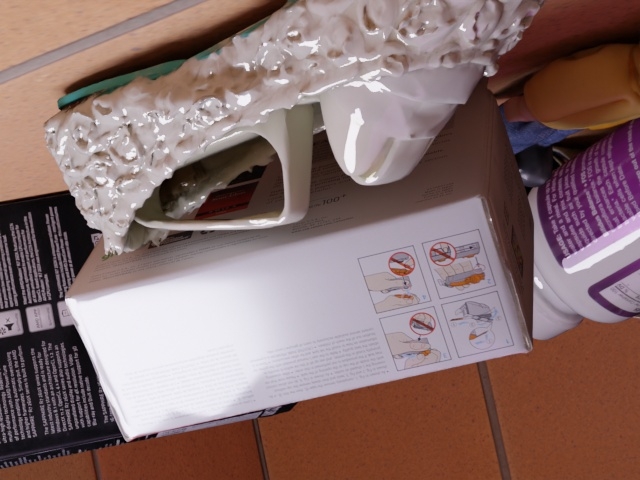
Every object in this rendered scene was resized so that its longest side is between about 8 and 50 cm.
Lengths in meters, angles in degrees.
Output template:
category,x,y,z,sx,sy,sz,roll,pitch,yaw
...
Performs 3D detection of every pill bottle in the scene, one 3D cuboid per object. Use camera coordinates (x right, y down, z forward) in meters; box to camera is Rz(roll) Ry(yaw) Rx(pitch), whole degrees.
category,x,y,z,sx,sy,sz,roll,pitch,yaw
pill bottle,0.309,-0.022,1.551,0.301,0.169,0.169,-34,161,34

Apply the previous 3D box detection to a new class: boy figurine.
category,x,y,z,sx,sy,sz,roll,pitch,yaw
boy figurine,0.245,-0.116,1.304,0.177,0.092,0.285,-3,171,-35

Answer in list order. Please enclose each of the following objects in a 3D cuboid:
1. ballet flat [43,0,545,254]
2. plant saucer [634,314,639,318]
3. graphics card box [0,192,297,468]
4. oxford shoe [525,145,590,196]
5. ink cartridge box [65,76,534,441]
category,x,y,z,sx,sy,sz,roll,pitch,yaw
ballet flat,-0.007,-0.083,1.015,0.409,0.147,0.147,-19,169,36
plant saucer,0.405,0.064,1.744,0.310,0.050,0.310,7,-177,0
graphics card box,-0.220,0.074,1.431,0.370,0.233,0.094,-11,168,-10
oxford shoe,0.277,-0.047,1.722,0.348,0.123,0.130,-10,166,-21
ink cartridge box,0.000,0.000,1.204,0.309,0.130,0.272,-14,-157,15
